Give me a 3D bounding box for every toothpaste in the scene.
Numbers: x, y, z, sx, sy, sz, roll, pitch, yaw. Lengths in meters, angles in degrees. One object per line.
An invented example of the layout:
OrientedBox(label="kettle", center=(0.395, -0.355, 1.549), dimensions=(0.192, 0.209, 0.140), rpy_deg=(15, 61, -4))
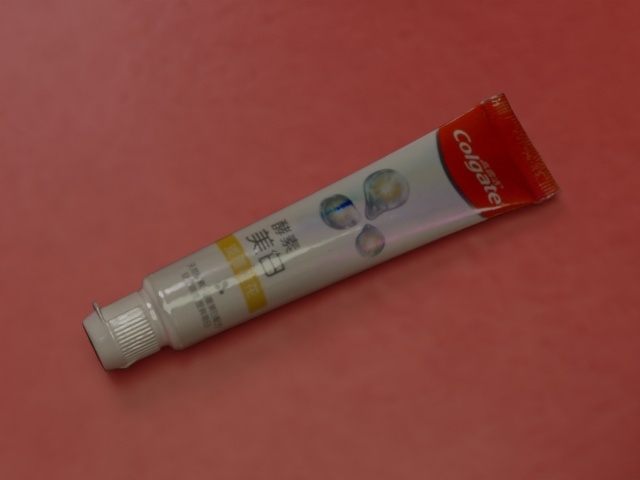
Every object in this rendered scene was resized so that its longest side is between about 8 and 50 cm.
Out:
OrientedBox(label="toothpaste", center=(0.000, 0.000, 0.569), dimensions=(0.190, 0.031, 0.048), rpy_deg=(-25, 73, -11))
